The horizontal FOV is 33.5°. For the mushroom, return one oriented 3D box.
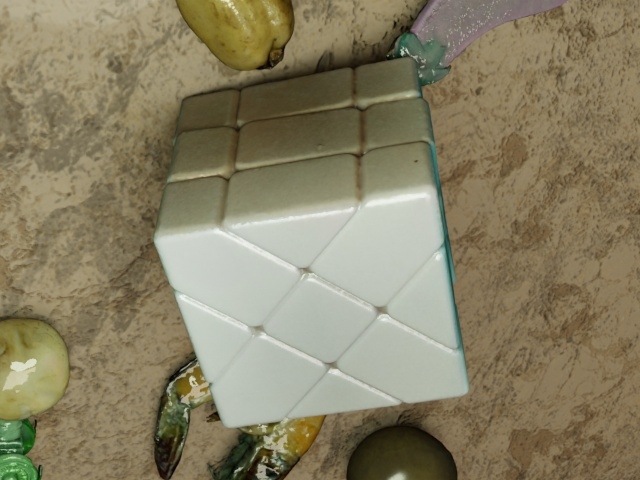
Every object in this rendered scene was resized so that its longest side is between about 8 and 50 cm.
[{"bbox_3d":[-0.409,0.175,1.440,0.148,0.112,0.148,-11,123,-18],"label":"mushroom"}]

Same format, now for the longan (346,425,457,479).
[{"bbox_3d":[0.137,0.392,1.773,0.189,0.189,0.189,-11,124,-16],"label":"longan"}]

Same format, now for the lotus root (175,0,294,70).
[{"bbox_3d":[-0.108,-0.299,1.257,0.125,0.118,0.221,-51,130,-27],"label":"lotus root"}]

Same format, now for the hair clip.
[{"bbox_3d":[0.227,-0.322,1.409,0.359,0.110,0.095,-34,168,-4],"label":"hair clip"}]

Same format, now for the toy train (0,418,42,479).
[{"bbox_3d":[-0.496,0.344,1.506,0.188,0.132,0.243,2,118,-18],"label":"toy train"}]

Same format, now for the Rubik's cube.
[{"bbox_3d":[0.000,0.000,1.321,0.319,0.316,0.321,-9,125,8],"label":"Rubik's cube"}]

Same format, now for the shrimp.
[{"bbox_3d":[-0.152,0.333,1.667,0.272,0.085,0.445,18,110,-27],"label":"shrimp"}]
